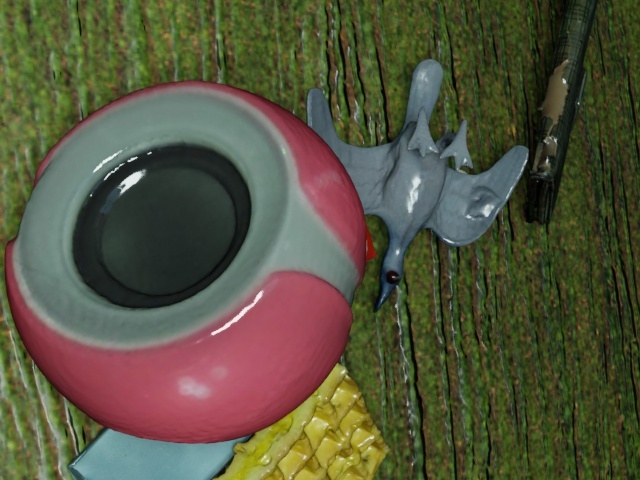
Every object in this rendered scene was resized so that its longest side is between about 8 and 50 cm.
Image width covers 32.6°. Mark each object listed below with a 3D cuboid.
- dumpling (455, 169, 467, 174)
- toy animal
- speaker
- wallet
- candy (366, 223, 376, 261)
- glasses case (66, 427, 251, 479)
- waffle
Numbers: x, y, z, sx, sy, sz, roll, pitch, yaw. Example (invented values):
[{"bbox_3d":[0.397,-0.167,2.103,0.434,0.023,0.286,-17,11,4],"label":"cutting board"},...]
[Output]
[{"bbox_3d":[0.152,-0.034,1.206,0.059,0.043,0.077,16,58,-47],"label":"dumpling"},{"bbox_3d":[0.086,-0.063,1.128,0.239,0.176,0.255,19,55,-11],"label":"toy animal"},{"bbox_3d":[-0.104,0.011,0.898,0.294,0.294,0.294,5,81,-32],"label":"speaker"},{"bbox_3d":[0.281,-0.187,1.246,0.044,0.169,0.317,11,74,12],"label":"wallet"},{"bbox_3d":[0.000,0.000,1.054,0.038,0.122,0.062,-19,94,-32],"label":"candy"},{"bbox_3d":[-0.105,0.151,1.018,0.105,0.056,0.266,41,61,5],"label":"glasses case"},{"bbox_3d":[-0.030,0.230,1.011,0.211,0.055,0.160,-52,141,-22],"label":"waffle"}]
